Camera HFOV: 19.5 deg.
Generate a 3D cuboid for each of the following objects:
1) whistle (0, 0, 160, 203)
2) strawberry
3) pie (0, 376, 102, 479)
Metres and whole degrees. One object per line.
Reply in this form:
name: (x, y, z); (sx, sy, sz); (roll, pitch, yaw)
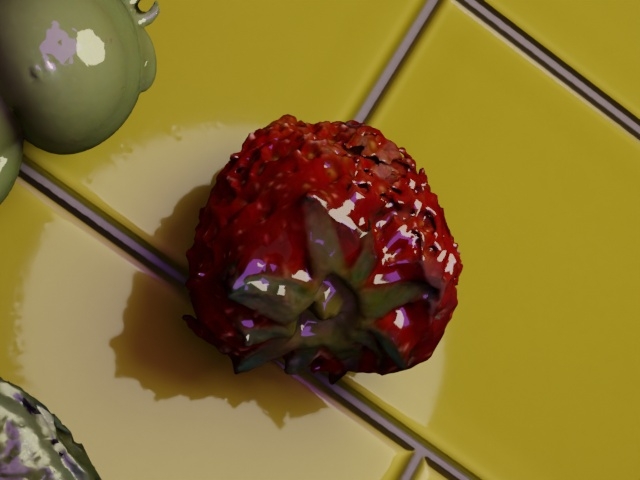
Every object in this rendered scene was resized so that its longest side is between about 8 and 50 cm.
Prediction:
whistle: (-0.238, -0.087, 1.242); (0.294, 0.141, 0.141); (-29, 87, 5)
strawberry: (0.000, 0.000, 1.282); (0.184, 0.186, 0.201); (55, 22, -44)
pie: (-0.250, 0.218, 1.161); (0.302, 0.067, 0.303); (7, 72, -21)
